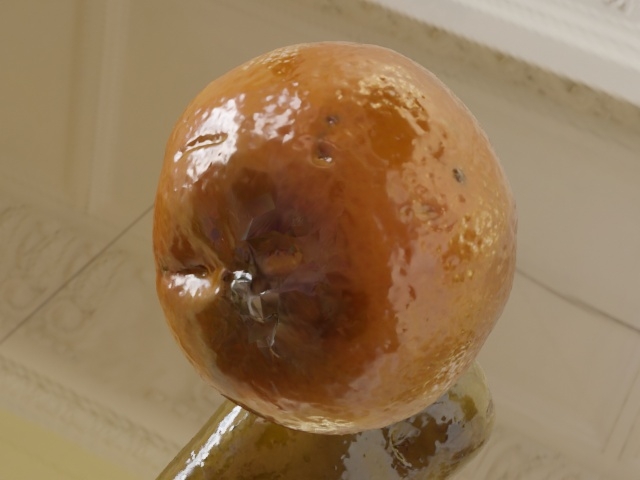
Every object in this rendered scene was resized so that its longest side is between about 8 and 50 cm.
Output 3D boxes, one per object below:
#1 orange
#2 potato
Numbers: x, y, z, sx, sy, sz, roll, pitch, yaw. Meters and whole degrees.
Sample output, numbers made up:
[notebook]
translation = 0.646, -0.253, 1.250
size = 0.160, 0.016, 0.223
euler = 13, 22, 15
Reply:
[orange]
translation = 0.000, 0.000, 0.765
size = 0.224, 0.170, 0.224
euler = 9, -70, 25
[potato]
translation = -0.024, 0.203, 1.145
size = 0.369, 0.195, 0.176
euler = -40, -104, -1
